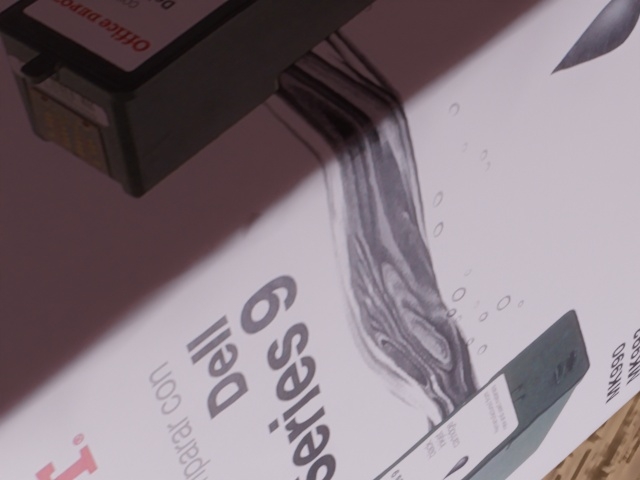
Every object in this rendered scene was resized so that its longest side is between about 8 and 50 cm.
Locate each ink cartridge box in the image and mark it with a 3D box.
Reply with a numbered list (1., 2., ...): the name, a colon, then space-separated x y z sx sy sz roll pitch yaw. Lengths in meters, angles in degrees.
1. ink cartridge box: 0.000 0.000 0.451 0.289 0.121 0.211 -38 146 -21
